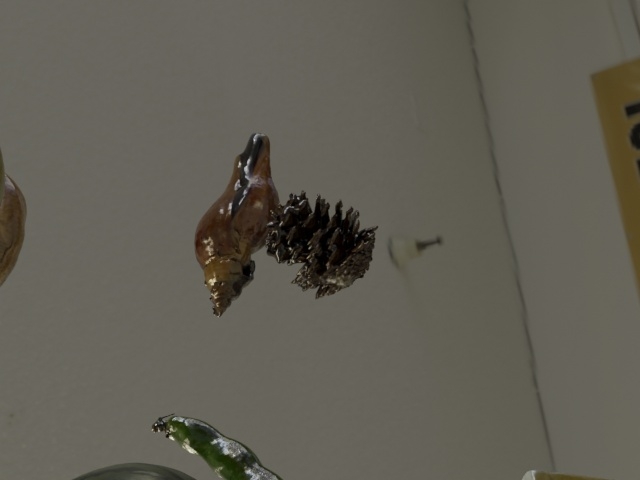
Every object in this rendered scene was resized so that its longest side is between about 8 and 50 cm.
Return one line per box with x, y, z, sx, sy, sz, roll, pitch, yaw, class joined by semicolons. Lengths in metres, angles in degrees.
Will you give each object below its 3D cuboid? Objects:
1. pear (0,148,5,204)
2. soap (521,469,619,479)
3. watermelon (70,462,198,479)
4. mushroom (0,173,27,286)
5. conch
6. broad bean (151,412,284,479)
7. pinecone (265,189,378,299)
-0.400;-0.070;1.008;0.167;0.167;0.136;65;-152;-17;pear
0.263;0.263;0.686;0.089;0.274;0.173;-155;76;-79;soap
-0.223;0.387;1.000;0.279;0.359;0.279;45;-164;-16;watermelon
-0.507;0.016;1.318;0.146;0.278;0.278;60;-154;-57;mushroom
-0.097;-0.025;1.162;0.080;0.086;0.232;38;-112;-63;conch
-0.109;0.287;1.269;0.065;0.255;0.046;-23;-47;-44;broad bean
0.000;0.000;0.742;0.083;0.077;0.077;47;-152;2;pinecone
